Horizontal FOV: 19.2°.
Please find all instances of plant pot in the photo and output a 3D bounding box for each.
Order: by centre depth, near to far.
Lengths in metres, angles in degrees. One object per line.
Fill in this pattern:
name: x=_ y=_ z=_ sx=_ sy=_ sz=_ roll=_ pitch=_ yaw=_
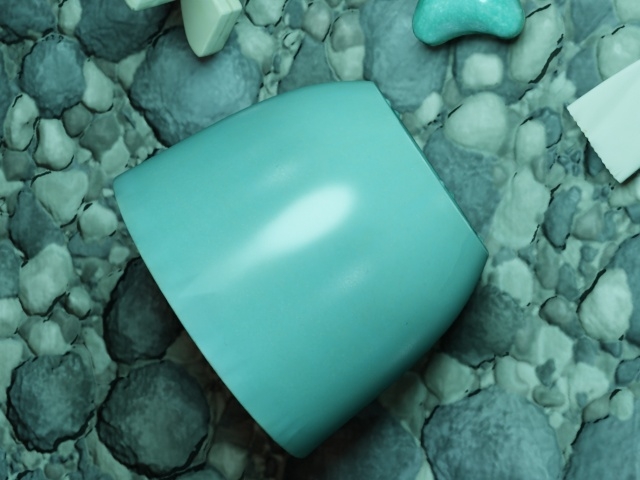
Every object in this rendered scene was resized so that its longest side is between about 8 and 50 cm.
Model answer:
plant pot: x=0.000 y=0.000 z=1.629 sx=0.235 sy=0.293 sz=0.293 roll=-35 pitch=76 yaw=5

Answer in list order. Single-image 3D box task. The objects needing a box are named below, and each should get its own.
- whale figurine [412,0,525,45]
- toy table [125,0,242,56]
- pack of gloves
whale figurine: x=0.114 y=-0.308 z=1.639 sx=0.216 sy=0.141 sz=0.272 roll=-1 pitch=91 yaw=25
toy table: x=-0.101 y=-0.303 z=1.695 sx=0.161 sy=0.252 sz=0.274 roll=55 pitch=155 yaw=18
pack of gloves: x=0.358 y=-0.099 z=1.592 sx=0.232 sy=0.046 sz=0.195 roll=-36 pitch=88 yaw=25
